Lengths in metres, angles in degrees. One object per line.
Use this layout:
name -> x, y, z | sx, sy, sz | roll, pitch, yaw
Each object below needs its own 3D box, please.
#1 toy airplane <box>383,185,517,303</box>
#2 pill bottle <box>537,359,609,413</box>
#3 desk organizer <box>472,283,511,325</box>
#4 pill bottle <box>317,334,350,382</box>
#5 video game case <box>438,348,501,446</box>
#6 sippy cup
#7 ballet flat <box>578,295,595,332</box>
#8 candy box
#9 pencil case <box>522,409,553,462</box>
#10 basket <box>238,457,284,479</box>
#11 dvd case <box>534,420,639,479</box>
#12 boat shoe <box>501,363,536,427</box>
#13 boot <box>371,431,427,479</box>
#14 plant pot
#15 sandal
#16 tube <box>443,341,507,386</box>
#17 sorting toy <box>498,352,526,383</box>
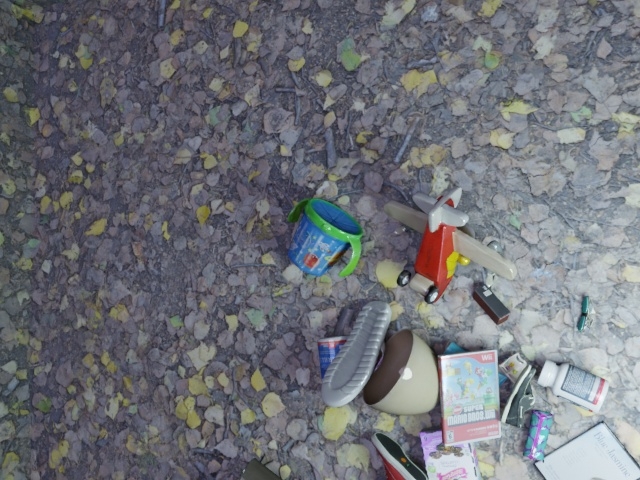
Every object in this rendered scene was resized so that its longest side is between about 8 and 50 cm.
toy airplane -> 0.407, -0.010, 1.759 | 0.384, 0.272, 0.386 | -28, 87, 52
pill bottle -> 0.761, 0.435, 1.644 | 0.180, 0.108, 0.108 | 22, 95, 24
desk organizer -> 0.561, 0.212, 1.786 | 0.047, 0.050, 0.130 | -26, 55, -13
pill bottle -> 0.061, 0.457, 1.952 | 0.124, 0.124, 0.221 | -11, 80, 23
video game case -> 0.476, 0.497, 1.727 | 0.204, 0.025, 0.285 | -3, 90, -16
sippy cup -> 0.000, 0.000, 1.981 | 0.240, 0.305, 0.224 | 26, 112, -19
ballet flat -> 0.826, 0.229, 1.676 | 0.041, 0.041, 0.114 | 11, 90, 25
candy box -> 0.429, 0.719, 1.789 | 0.165, 0.070, 0.196 | -14, 79, 22
pencil case -> 0.677, 0.606, 1.688 | 0.065, 0.070, 0.151 | 11, 89, 25
basket -> -0.189, 0.955, 2.010 | 0.227, 0.154, 0.204 | 20, 95, 21
dvd case -> 0.812, 0.693, 1.644 | 0.253, 0.022, 0.180 | -41, 70, 16
boat shoe -> 0.632, 0.485, 1.688 | 0.079, 0.084, 0.233 | 21, 119, 22
boot -> 0.233, 0.796, 1.855 | 0.244, 0.088, 0.176 | 43, 116, 39
plant pot -> 0.297, 0.461, 1.791 | 0.191, 0.284, 0.284 | 33, 100, -9
sandal -> 0.151, 0.396, 1.861 | 0.169, 0.102, 0.416 | 4, 54, 46
tube -> 0.506, 0.420, 1.799 | 0.207, 0.052, 0.080 | 36, 105, 16
sorting toy -> 0.622, 0.402, 1.746 | 0.075, 0.045, 0.083 | -40, 101, 1
